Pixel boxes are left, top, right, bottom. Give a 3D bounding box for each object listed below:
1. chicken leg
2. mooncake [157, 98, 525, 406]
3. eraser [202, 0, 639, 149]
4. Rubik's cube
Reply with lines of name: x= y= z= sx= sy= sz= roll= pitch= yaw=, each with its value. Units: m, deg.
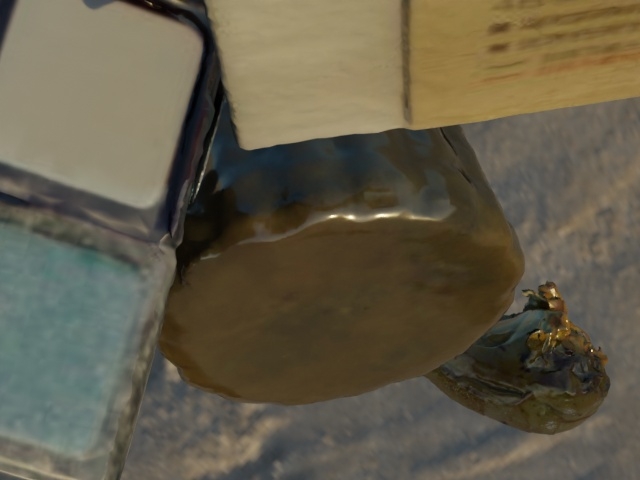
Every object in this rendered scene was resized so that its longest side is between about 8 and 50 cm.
chicken leg: x=0.120 y=0.079 z=1.403 sx=0.208 sy=0.101 sz=0.085 roll=16 pitch=34 yaw=-3
mooncake: x=0.000 y=0.000 z=1.117 sx=0.228 sy=0.228 sz=0.124 roll=-22 pitch=56 yaw=11
eraser: x=0.127 y=-0.115 z=0.671 sx=0.343 sy=0.144 sz=0.078 roll=-9 pitch=67 yaw=-1
Rubik's cube: x=-0.278 y=0.029 z=0.906 sx=0.359 sy=0.362 sz=0.363 roll=-11 pitch=62 yaw=68
